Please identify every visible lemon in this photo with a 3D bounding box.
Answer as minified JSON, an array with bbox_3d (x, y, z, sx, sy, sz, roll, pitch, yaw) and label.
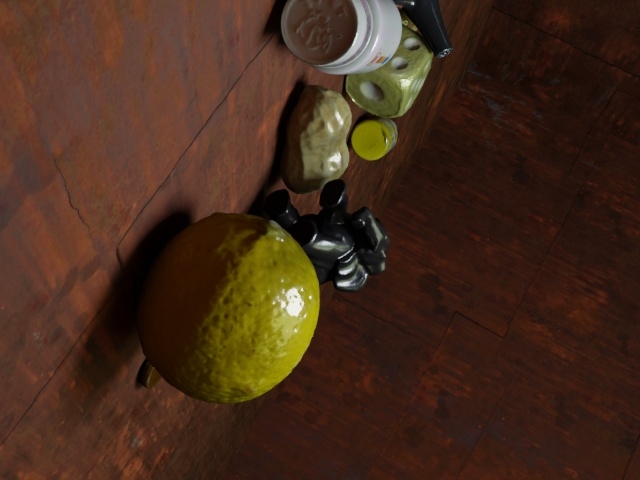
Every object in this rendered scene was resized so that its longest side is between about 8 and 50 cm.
[{"bbox_3d":[-0.158,0.118,1.469,0.336,0.336,0.336,-59,170,-17],"label":"lemon"}]

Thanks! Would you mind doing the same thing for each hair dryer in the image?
[{"bbox_3d":[0.186,-0.526,1.973,0.272,0.235,0.091,-18,172,-40],"label":"hair dryer"}]

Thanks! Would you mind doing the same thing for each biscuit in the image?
[{"bbox_3d":[-0.326,0.229,1.745,0.175,0.026,0.124,-66,171,24],"label":"biscuit"}]

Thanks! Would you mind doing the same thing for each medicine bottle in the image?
[{"bbox_3d":[0.040,-0.382,1.509,0.170,0.170,0.293,-65,171,18],"label":"medicine bottle"},{"bbox_3d":[0.175,-0.320,2.550,0.121,0.122,0.212,-66,170,24],"label":"medicine bottle"}]

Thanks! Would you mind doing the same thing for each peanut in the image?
[{"bbox_3d":[0.213,-0.572,2.171,0.193,0.089,0.089,-29,147,-64],"label":"peanut"},{"bbox_3d":[-0.007,-0.212,1.828,0.152,0.152,0.313,-55,167,-35],"label":"peanut"}]

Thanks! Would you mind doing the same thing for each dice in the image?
[{"bbox_3d":[0.169,-0.422,2.095,0.169,0.166,0.169,-56,170,-27],"label":"dice"}]

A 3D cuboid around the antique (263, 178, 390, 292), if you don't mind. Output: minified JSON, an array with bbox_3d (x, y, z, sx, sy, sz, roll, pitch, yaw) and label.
[{"bbox_3d":[0.000,0.000,1.897,0.255,0.322,0.185,45,43,-48],"label":"antique"}]
